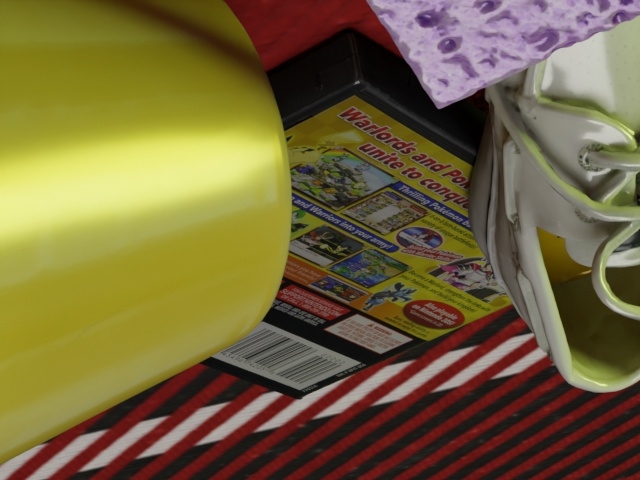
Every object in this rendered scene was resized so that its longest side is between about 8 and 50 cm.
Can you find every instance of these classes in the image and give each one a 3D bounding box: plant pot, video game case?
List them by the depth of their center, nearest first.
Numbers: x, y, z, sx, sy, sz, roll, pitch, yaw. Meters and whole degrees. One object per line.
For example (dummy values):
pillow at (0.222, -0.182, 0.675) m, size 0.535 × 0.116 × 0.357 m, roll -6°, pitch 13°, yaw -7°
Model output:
plant pot at (-0.154, -0.013, 0.778) m, size 0.239 × 0.254 × 0.254 m, roll -13°, pitch 159°, yaw -33°
video game case at (0.000, 0.000, 1.064) m, size 0.248 × 0.035 × 0.275 m, roll -26°, pitch 149°, yaw 29°

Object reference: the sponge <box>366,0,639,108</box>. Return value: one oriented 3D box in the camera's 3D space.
sponge at (0.044, -0.148, 0.694) m, size 0.117 × 0.031 × 0.210 m, roll -22°, pitch 126°, yaw 22°

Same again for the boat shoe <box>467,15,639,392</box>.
boat shoe at (0.132, -0.040, 0.859) m, size 0.136 × 0.156 × 0.367 m, roll -14°, pitch 146°, yaw -10°
